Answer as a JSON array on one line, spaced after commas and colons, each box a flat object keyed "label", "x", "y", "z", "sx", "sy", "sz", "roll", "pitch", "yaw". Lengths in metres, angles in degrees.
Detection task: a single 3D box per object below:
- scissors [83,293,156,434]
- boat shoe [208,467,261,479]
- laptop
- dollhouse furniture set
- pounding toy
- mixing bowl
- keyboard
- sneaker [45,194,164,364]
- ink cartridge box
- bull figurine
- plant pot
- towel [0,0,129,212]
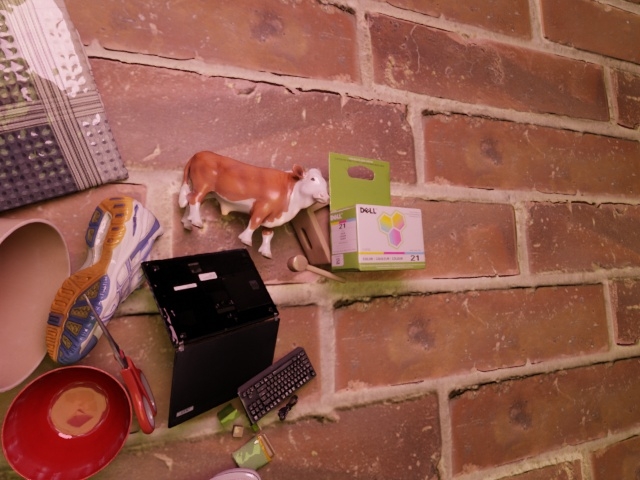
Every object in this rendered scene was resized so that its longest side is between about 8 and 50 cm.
[{"label": "scissors", "x": -0.335, "y": 0.201, "z": 0.689, "sx": 0.021, "sy": 0.109, "sz": 0.297, "roll": -19, "pitch": 113, "yaw": -14}, {"label": "boat shoe", "x": -0.232, "y": 0.496, "z": 0.735, "sx": 0.267, "sy": 0.088, "sz": 0.096, "roll": -11, "pitch": 72, "yaw": -17}, {"label": "laptop", "x": -0.211, "y": 0.169, "z": 0.790, "sx": 0.234, "sy": 0.136, "sz": 0.265, "roll": -8, "pitch": 61, "yaw": -49}, {"label": "dollhouse furniture set", "x": -0.147, "y": 0.401, "z": 0.813, "sx": 0.076, "sy": 0.058, "sz": 0.152, "roll": -30, "pitch": 95, "yaw": -22}, {"label": "pounding toy", "x": -0.001, "y": 0.011, "z": 0.896, "sx": 0.206, "sy": 0.094, "sz": 0.181, "roll": -29, "pitch": 100, "yaw": -32}, {"label": "mixing bowl", "x": -0.415, "y": 0.298, "z": 0.692, "sx": 0.181, "sy": 0.098, "sz": 0.182, "roll": 3, "pitch": 82, "yaw": -21}, {"label": "keyboard", "x": -0.080, "y": 0.309, "z": 0.844, "sx": 0.180, "sy": 0.023, "sz": 0.108, "roll": -25, "pitch": 93, "yaw": -41}, {"label": "sneaker", "x": -0.361, "y": 0.075, "z": 0.722, "sx": 0.111, "sy": 0.131, "sz": 0.297, "roll": 11, "pitch": 73, "yaw": 24}, {"label": "ink cartridge box", "x": 0.117, "y": -0.063, "z": 0.867, "sx": 0.188, "sy": 0.097, "sz": 0.256, "roll": 1, "pitch": 84, "yaw": -34}, {"label": "bull figurine", "x": -0.137, "y": -0.081, "z": 0.806, "sx": 0.310, "sy": 0.101, "sz": 0.189, "roll": 17, "pitch": 75, "yaw": 14}, {"label": "plant pot", "x": -0.572, "y": 0.076, "z": 0.596, "sx": 0.273, "sy": 0.256, "sz": 0.257, "roll": 8, "pitch": 80, "yaw": -6}, {"label": "towel", "x": -0.524, "y": -0.218, "z": 0.670, "sx": 0.312, "sy": 0.056, "sz": 0.325, "roll": -24, "pitch": 116, "yaw": -31}]
